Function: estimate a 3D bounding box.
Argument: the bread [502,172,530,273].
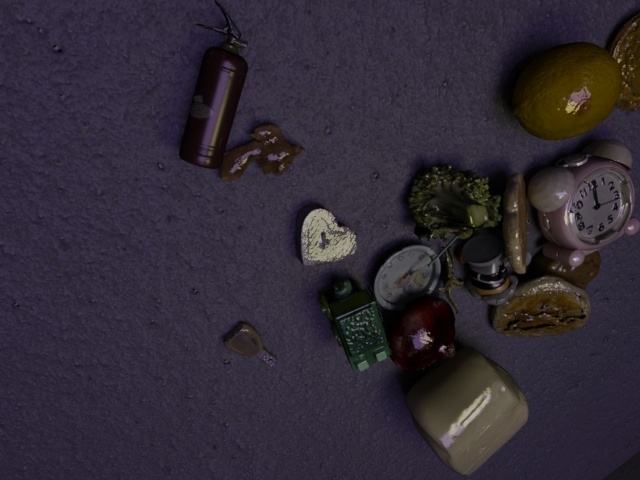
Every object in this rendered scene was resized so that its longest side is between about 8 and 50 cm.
[{"bbox_3d":[0.588,-0.050,1.345,0.054,0.316,0.316,0,123,30],"label":"bread"}]

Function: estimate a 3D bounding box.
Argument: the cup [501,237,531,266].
[{"bbox_3d":[0.641,0.039,1.503,0.116,0.074,0.104,6,83,-25],"label":"cup"}]

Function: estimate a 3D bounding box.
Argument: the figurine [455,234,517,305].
[{"bbox_3d":[0.527,0.102,1.436,0.133,0.176,0.236,-45,128,-17],"label":"figurine"}]

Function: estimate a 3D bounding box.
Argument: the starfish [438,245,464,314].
[{"bbox_3d":[0.411,0.127,1.428,0.050,0.217,0.223,-12,88,27],"label":"starfish"}]

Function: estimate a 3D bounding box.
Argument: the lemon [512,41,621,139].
[{"bbox_3d":[0.657,-0.397,1.204,0.267,0.267,0.267,-7,115,-16],"label":"lemon"}]

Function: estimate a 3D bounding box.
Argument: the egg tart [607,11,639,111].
[{"bbox_3d":[0.982,-0.532,1.324,0.294,0.123,0.294,-7,113,-16],"label":"egg tart"}]

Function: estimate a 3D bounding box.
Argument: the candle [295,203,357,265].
[{"bbox_3d":[0.000,0.000,1.262,0.192,0.068,0.168,41,93,-27],"label":"candle"}]

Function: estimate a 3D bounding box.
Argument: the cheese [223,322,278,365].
[{"bbox_3d":[-0.199,0.326,1.359,0.097,0.037,0.192,-43,120,5],"label":"cheese"}]

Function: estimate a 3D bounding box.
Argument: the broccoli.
[{"bbox_3d":[0.380,-0.080,1.250,0.263,0.243,0.247,38,96,-17],"label":"broccoli"}]

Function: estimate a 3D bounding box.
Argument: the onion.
[{"bbox_3d":[0.341,0.316,1.423,0.272,0.195,0.272,-23,133,-27],"label":"onion"}]

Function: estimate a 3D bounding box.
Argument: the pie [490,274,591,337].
[{"bbox_3d":[0.763,0.251,1.561,0.339,0.077,0.339,4,137,4],"label":"pie"}]

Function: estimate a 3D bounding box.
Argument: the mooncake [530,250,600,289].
[{"bbox_3d":[0.858,0.109,1.576,0.235,0.117,0.235,-8,119,-15],"label":"mooncake"}]

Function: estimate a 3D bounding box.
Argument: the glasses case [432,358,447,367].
[{"bbox_3d":[0.447,0.436,1.635,0.083,0.021,0.032,-30,119,-4],"label":"glasses case"}]

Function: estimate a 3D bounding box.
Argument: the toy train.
[{"bbox_3d":[0.102,0.244,1.338,0.159,0.188,0.271,-22,120,-7],"label":"toy train"}]

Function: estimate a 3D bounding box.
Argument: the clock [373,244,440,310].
[{"bbox_3d":[0.265,0.112,1.407,0.236,0.053,0.236,-9,118,-19],"label":"clock"}]

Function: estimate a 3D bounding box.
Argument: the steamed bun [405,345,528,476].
[{"bbox_3d":[0.500,0.570,1.562,0.371,0.290,0.456,-40,133,-5],"label":"steamed bun"}]

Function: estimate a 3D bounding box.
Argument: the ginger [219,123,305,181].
[{"bbox_3d":[-0.152,-0.203,1.124,0.214,0.059,0.133,-41,115,0],"label":"ginger"}]

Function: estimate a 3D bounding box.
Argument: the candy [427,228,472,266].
[{"bbox_3d":[0.396,0.012,1.383,0.202,0.061,0.061,-42,121,-16],"label":"candy"}]

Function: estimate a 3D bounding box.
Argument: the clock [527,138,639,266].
[{"bbox_3d":[0.838,-0.126,1.429,0.342,0.184,0.326,-30,116,-12],"label":"clock"}]

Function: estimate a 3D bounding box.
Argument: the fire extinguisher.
[{"bbox_3d":[-0.245,-0.342,1.003,0.138,0.102,0.344,9,110,-30],"label":"fire extinguisher"}]
